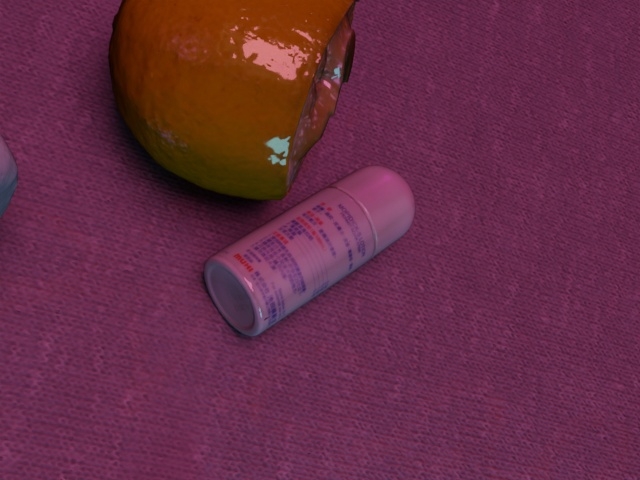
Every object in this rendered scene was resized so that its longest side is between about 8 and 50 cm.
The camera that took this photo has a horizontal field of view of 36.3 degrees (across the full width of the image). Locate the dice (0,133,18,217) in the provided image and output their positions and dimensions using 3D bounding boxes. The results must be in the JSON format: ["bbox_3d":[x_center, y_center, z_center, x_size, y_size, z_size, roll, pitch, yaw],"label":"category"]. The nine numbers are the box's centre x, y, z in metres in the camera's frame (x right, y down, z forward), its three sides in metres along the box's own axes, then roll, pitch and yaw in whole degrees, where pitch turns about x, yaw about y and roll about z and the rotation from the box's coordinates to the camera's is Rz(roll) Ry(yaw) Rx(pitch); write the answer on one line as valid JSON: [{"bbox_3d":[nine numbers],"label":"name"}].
[{"bbox_3d":[-0.536,-0.054,1.131,0.268,0.262,0.265,35,60,-6],"label":"dice"}]

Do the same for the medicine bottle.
[{"bbox_3d":[0.000,0.000,1.425,0.341,0.130,0.130,-33,86,-30],"label":"medicine bottle"}]

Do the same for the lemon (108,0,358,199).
[{"bbox_3d":[-0.136,-0.243,1.354,0.364,0.364,0.364,9,67,-21],"label":"lemon"}]
